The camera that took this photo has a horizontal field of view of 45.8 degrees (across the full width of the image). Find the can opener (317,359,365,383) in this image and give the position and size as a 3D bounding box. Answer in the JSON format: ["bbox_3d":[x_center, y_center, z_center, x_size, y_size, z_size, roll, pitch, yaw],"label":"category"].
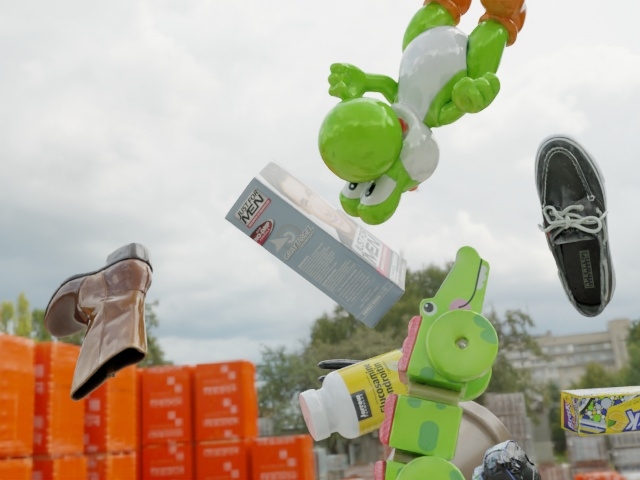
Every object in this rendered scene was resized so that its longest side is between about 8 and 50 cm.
[{"bbox_3d":[0.082,0.234,1.340,0.186,0.059,0.073,-2,-20,-24],"label":"can opener"}]

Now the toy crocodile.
[{"bbox_3d":[0.102,0.168,0.723,0.105,0.340,0.115,12,-16,13],"label":"toy crocodile"}]

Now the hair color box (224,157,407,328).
[{"bbox_3d":[0.000,0.000,1.579,0.113,0.375,0.185,-52,5,19],"label":"hair color box"}]

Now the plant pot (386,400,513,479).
[{"bbox_3d":[0.229,0.461,1.482,0.263,0.262,0.229,-15,-2,32],"label":"plant pot"}]

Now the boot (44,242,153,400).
[{"bbox_3d":[-0.388,0.166,1.298,0.264,0.280,0.096,-29,-52,13],"label":"boot"}]

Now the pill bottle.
[{"bbox_3d":[0.067,0.236,1.146,0.184,0.103,0.103,-17,-13,-14],"label":"pill bottle"}]

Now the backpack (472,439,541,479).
[{"bbox_3d":[0.293,0.376,1.191,0.084,0.105,0.114,-35,0,25],"label":"backpack"}]

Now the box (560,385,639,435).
[{"bbox_3d":[0.440,0.246,1.105,0.169,0.059,0.054,-1,-1,-11],"label":"box"}]

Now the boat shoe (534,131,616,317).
[{"bbox_3d":[0.413,-0.024,1.242,0.113,0.306,0.105,-6,9,25],"label":"boat shoe"}]

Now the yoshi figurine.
[{"bbox_3d":[0.117,-0.199,0.992,0.203,0.362,0.203,29,-4,-12],"label":"yoshi figurine"}]
